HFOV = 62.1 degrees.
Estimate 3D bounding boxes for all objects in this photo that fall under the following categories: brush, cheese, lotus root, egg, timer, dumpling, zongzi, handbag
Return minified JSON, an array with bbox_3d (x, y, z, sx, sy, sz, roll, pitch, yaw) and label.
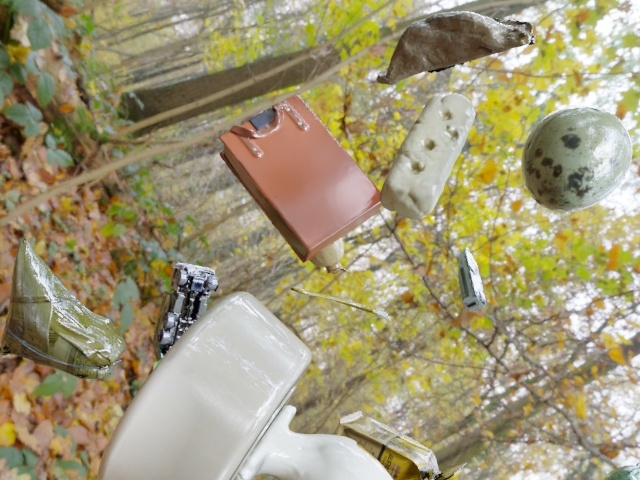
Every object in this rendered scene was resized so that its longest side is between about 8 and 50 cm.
[{"bbox_3d":[0.021,0.088,0.781,0.083,0.011,0.205,15,-5,36],"label":"brush"},{"bbox_3d":[0.122,-0.100,0.595,0.065,0.194,0.043,14,-39,21],"label":"cheese"},{"bbox_3d":[0.000,0.000,0.945,0.062,0.073,0.150,-101,165,-78],"label":"lotus root"},{"bbox_3d":[0.447,-0.139,0.942,0.177,0.228,0.177,25,-36,19],"label":"egg"},{"bbox_3d":[0.001,0.179,0.393,0.266,0.175,0.175,32,-23,8],"label":"timer"},{"bbox_3d":[0.273,-0.438,1.125,0.086,0.332,0.166,49,43,-48],"label":"dumpling"},{"bbox_3d":[-0.523,0.149,1.109,0.125,0.251,0.274,-80,-171,-68],"label":"zongzi"},{"bbox_3d":[-0.027,-0.084,0.675,0.190,0.127,0.063,51,-20,11],"label":"handbag"}]

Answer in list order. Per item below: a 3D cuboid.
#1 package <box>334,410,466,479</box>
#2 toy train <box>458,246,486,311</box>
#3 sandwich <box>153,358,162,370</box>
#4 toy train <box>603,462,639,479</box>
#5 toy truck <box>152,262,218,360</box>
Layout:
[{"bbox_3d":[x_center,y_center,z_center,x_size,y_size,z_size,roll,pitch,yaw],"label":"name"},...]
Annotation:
[{"bbox_3d":[0.078,0.227,0.553,0.131,0.047,0.071,19,-3,24],"label":"package"},{"bbox_3d":[0.393,0.094,1.422,0.055,0.048,0.251,47,26,-18],"label":"toy train"},{"bbox_3d":[-0.321,0.315,1.194,0.116,0.074,0.074,82,4,-60],"label":"sandwich"},{"bbox_3d":[0.492,0.500,0.792,0.238,0.167,0.299,-37,-114,28],"label":"toy train"},{"bbox_3d":[-0.347,0.183,1.334,0.124,0.114,0.253,11,-92,55],"label":"toy truck"}]
